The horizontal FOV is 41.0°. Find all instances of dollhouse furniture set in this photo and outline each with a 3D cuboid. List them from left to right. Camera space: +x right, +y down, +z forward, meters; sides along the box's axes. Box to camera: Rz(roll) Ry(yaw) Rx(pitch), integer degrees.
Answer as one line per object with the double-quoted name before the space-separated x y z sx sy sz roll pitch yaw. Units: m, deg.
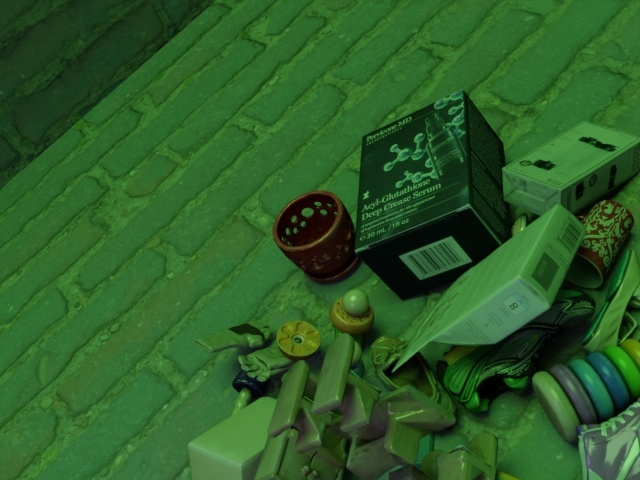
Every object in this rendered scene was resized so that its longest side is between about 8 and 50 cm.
"dollhouse furniture set" 0.077 0.336 1.611 0.394 0.362 0.256 -35 27 42

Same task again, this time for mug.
"mug" 0.570 -0.008 1.813 0.150 0.113 0.169 37 67 9

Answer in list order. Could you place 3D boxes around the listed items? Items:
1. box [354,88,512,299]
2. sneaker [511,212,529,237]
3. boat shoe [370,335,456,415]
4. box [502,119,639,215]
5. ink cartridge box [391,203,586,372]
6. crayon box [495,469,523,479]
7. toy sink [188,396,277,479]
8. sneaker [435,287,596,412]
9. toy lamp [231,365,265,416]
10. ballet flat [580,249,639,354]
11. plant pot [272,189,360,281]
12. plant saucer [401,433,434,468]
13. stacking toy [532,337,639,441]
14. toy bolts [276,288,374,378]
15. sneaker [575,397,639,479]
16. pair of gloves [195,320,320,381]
"box" 0.264 -0.109 2.002 0.294 0.212 0.395 -23 40 28
"sneaker" 0.437 -0.007 1.952 0.070 0.051 0.134 -1 55 25
"boat shoe" 0.184 0.274 1.788 0.105 0.089 0.285 -37 37 -8
"box" 0.567 -0.160 1.920 0.290 0.087 0.169 -30 37 -28
"ink cartridge box" 0.337 0.121 1.722 0.385 0.091 0.308 -45 1 40
"crayon box" 0.321 0.511 1.443 0.203 0.083 0.323 -50 18 -16
"toy sink" -0.136 0.448 1.791 0.153 0.131 0.234 10 23 37
"sneaker" 0.409 0.225 1.712 0.344 0.134 0.146 -38 48 8
"toy lamp" -0.191 0.401 1.937 0.080 0.080 0.274 -2 49 30
"ballet flat" 0.601 0.133 1.708 0.086 0.086 0.248 14 61 40
"plant pot" 0.000 0.000 2.125 0.191 0.174 0.191 -17 43 17
"plant saucer" 0.201 0.378 1.759 0.067 0.018 0.192 -11 45 22
"stacking toy" 0.568 0.238 1.584 0.330 0.141 0.141 -28 41 0
"toy bolts" 0.021 0.218 1.870 0.218 0.158 0.228 0 47 -10
"sneaker" 0.537 0.313 1.485 0.161 0.102 0.282 18 72 20
"pair of gloves" -0.149 0.254 2.008 0.240 0.042 0.204 18 22 36
